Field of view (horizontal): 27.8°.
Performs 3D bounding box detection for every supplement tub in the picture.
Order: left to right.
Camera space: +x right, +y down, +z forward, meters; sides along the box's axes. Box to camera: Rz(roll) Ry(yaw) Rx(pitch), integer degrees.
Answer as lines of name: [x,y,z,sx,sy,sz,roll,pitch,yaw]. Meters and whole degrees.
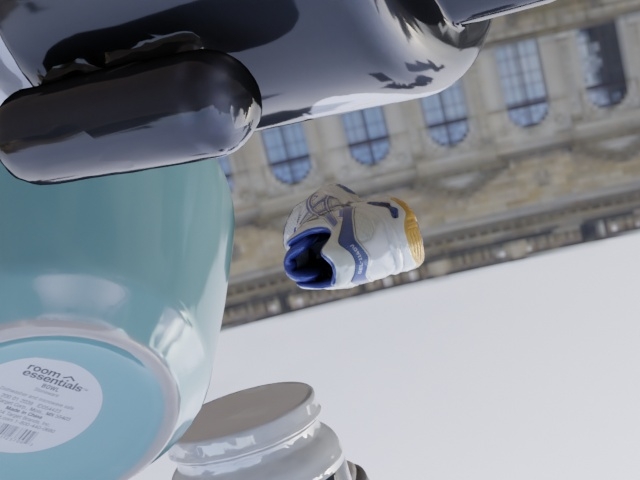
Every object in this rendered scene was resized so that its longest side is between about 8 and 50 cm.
supplement tub: [-0.049,0.309,1.391,0.191,0.272,0.191,-16,-171,3]

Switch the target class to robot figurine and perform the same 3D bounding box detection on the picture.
robot figurine: [-0.039,-0.128,0.506,0.278,0.173,0.209,-8,-169,29]

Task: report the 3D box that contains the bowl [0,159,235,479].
bowl: [-0.192,0.061,0.842,0.312,0.311,0.163,-15,-134,-6]

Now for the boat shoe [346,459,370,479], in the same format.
boat shoe: [0.016,0.444,1.630,0.096,0.335,0.112,18,180,-19]

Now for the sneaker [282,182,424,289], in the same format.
sneaker: [0.000,0.000,1.549,0.131,0.111,0.296,-21,-173,-23]
